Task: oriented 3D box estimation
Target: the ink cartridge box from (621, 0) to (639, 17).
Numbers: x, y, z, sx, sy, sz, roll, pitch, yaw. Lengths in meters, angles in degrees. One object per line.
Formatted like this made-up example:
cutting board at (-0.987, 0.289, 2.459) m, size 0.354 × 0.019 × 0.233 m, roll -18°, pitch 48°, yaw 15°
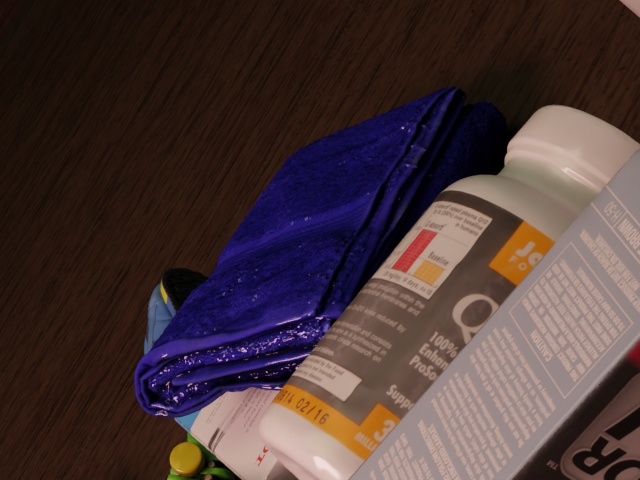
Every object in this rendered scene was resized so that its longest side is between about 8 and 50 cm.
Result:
ink cartridge box at (0.272, -0.192, 0.945) m, size 0.168 × 0.233 × 0.171 m, roll -57°, pitch 26°, yaw -3°

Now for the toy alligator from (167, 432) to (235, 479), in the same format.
toy alligator at (-0.107, 0.231, 1.339) m, size 0.051 × 0.056 × 0.189 m, roll 7°, pitch 60°, yaw 17°

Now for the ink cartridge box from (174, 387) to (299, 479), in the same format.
ink cartridge box at (-0.020, 0.123, 1.267) m, size 0.139 × 0.082 × 0.191 m, roll -57°, pitch 28°, yaw -3°

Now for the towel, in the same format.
towel at (0.000, 0.000, 1.239) m, size 0.228 × 0.076 × 0.308 m, roll -14°, pitch 28°, yaw 35°

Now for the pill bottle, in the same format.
pill bottle at (0.104, 0.061, 1.013) m, size 0.278 × 0.162 × 0.162 m, roll -51°, pitch 25°, yaw -11°

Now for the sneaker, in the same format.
sneaker at (-0.124, 0.111, 1.486) m, size 0.209 × 0.069 × 0.082 m, roll -105°, pitch 32°, yaw -58°

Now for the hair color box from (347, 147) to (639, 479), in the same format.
hair color box at (0.126, 0.157, 0.864) m, size 0.374 × 0.185 × 0.113 m, roll -50°, pitch 28°, yaw 14°
